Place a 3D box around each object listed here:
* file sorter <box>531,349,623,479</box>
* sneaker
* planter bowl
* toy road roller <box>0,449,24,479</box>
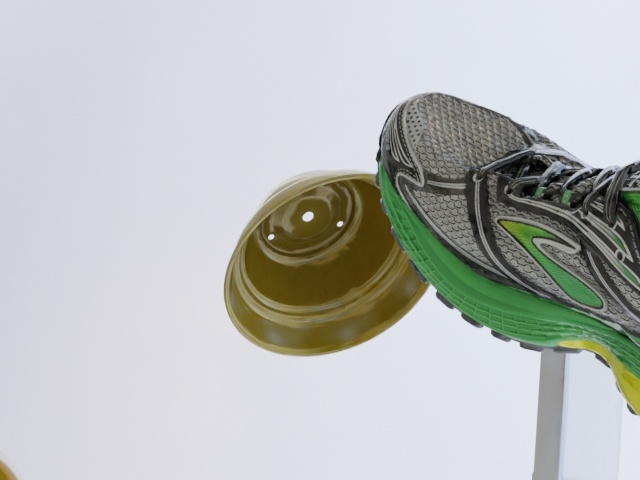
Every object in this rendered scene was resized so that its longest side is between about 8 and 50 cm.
[{"bbox_3d":[0.268,0.114,1.269,0.173,0.278,0.192,3,-92,19],"label":"file sorter"},{"bbox_3d":[0.171,-0.007,0.982,0.343,0.134,0.146,33,-36,33],"label":"sneaker"},{"bbox_3d":[0.000,0.000,1.631,0.217,0.217,0.090,-54,-141,23],"label":"planter bowl"},{"bbox_3d":[-0.370,0.371,1.981,0.202,0.330,0.240,167,-54,-81],"label":"toy road roller"}]
